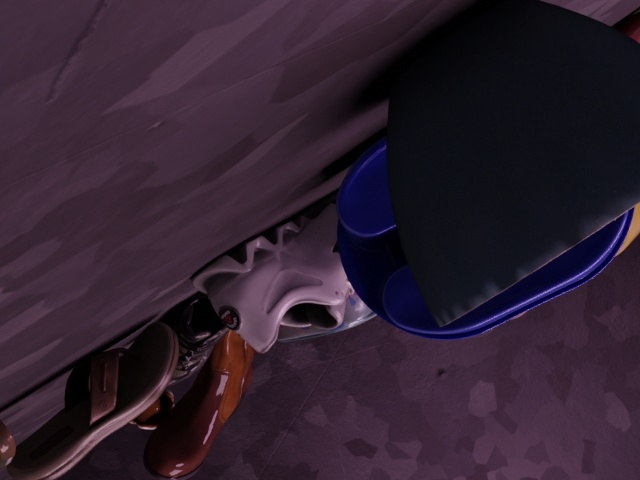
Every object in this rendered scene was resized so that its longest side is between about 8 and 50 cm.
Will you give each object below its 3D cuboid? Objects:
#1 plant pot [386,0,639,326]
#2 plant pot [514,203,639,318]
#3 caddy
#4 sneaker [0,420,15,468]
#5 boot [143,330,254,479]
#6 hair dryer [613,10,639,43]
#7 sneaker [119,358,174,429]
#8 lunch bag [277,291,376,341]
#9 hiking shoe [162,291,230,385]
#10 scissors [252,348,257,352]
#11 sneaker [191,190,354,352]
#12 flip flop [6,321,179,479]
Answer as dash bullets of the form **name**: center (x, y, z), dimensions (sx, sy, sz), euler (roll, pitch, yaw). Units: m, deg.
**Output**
- **plant pot**: center (0.167, -0.086, 1.084), dimensions (0.290, 0.195, 0.290), euler (-34, 176, -3)
- **plant pot**: center (0.253, -0.040, 1.595), dimensions (0.239, 0.254, 0.254), euler (-45, -179, -24)
- **caddy**: center (0.177, -0.033, 1.398), dimensions (0.341, 0.241, 0.179), euler (-27, 175, 8)
- **sneaker**: center (-0.441, 0.277, 1.574), dimensions (0.086, 0.064, 0.192), euler (-36, -178, -37)
- **boot**: center (-0.153, 0.200, 1.918), dimensions (0.264, 0.096, 0.280), euler (-37, 156, -50)
- **hair dryer**: center (0.407, -0.201, 1.811), dimensions (0.294, 0.080, 0.223), euler (-62, -157, -7)
- **sneaker**: center (-0.293, 0.253, 2.072), dimensions (0.106, 0.123, 0.290), euler (-35, 177, -5)
- **lunch bag**: center (0.036, 0.055, 2.065), dimensions (0.224, 0.108, 0.279), euler (-10, -161, 47)
- **hiking shoe**: center (-0.181, 0.122, 1.772), dimensions (0.227, 0.086, 0.114), euler (-43, 165, 13)
- **scissors**: center (-0.066, 0.097, 1.803), dimensions (0.297, 0.021, 0.109), euler (112, 4, -79)
- **sneaker**: center (0.000, 0.034, 1.613), dimensions (0.330, 0.146, 0.122), euler (-32, 175, -35)
- **flip flop**: center (-0.291, 0.195, 1.632), dimensions (0.277, 0.080, 0.112), euler (-40, -151, -22)
